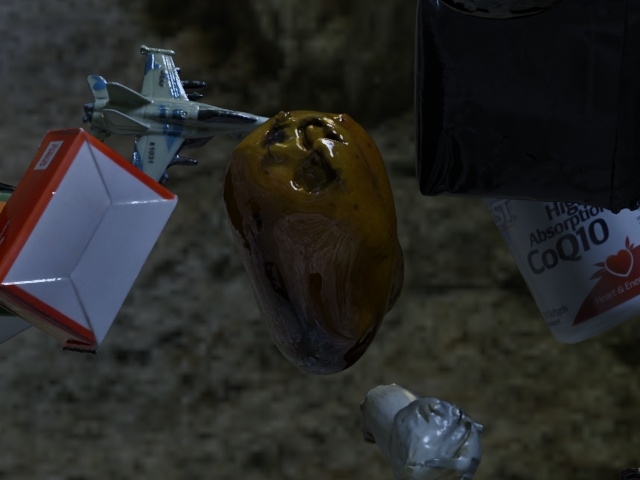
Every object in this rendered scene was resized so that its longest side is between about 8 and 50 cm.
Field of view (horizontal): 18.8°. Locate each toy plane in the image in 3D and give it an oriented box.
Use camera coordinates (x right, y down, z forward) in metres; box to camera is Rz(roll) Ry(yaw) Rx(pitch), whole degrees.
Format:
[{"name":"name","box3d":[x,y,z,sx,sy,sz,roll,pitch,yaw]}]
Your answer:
[{"name":"toy plane","box3d":[-0.154,-0.137,2.300,0.088,0.262,0.192,114,-17,-67]}]

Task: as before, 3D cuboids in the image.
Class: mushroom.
[{"name":"mushroom","box3d":[0.096,0.197,1.907,0.099,0.096,0.278,-52,-172,-3]}]

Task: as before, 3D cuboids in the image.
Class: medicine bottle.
[{"name":"medicine bottle","box3d":[0.260,-0.047,2.077,0.289,0.157,0.157,63,-7,1]}]

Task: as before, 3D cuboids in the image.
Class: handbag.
[{"name":"handbag","box3d":[0.195,-0.134,1.772,0.080,0.223,0.247,-73,166,-52]}]

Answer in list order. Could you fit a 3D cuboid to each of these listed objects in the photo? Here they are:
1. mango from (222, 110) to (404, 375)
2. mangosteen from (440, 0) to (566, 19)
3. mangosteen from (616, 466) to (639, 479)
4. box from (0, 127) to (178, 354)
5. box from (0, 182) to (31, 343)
[{"name":"mango","box3d":[0.000,0.000,1.788,0.201,0.152,0.287,-117,-172,-46]},{"name":"mangosteen","box3d":[0.119,-0.222,1.275,0.152,0.152,0.153,180,-90,-85]},{"name":"mangosteen","box3d":[0.424,0.409,2.179,0.300,0.300,0.300,180,-90,-85]},{"name":"box","box3d":[-0.243,0.000,1.872,0.099,0.133,0.182,0,-120,61]},{"name":"box","box3d":[-0.409,0.038,1.988,0.195,0.177,0.148,-27,-113,45]}]
